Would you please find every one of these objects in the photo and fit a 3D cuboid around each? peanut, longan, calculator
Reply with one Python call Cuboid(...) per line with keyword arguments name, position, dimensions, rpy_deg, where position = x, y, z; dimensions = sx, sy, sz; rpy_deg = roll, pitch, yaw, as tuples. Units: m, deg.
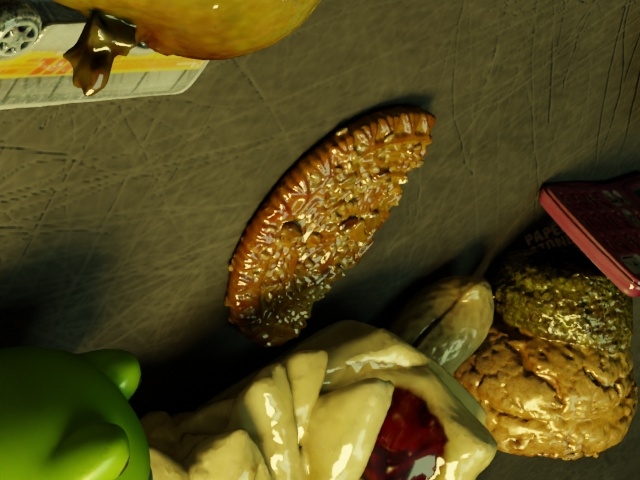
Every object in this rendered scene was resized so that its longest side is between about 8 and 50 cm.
Cuboid(name="peanut", position=(0.076, 0.098, 1.268), dimensions=(0.174, 0.080, 0.080), rpy_deg=(-52, 151, 6))
Cuboid(name="longan", position=(-0.066, -0.140, 0.675), dimensions=(0.145, 0.154, 0.176), rpy_deg=(58, 49, -82))
Cuboid(name="calculator", position=(0.267, -0.004, 1.337), dimensions=(0.190, 0.126, 0.034), rpy_deg=(-6, 140, -48))

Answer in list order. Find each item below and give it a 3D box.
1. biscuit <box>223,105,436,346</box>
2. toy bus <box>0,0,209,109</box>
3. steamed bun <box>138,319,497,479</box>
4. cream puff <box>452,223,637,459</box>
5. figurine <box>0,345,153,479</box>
Cuboid(name="biscuit", position=(-0.003, -0.006, 1.075), dimensions=(0.126, 0.025, 0.206), rpy_deg=(3, 125, -54))
Cuboid(name="toy bus", position=(-0.129, -0.103, 0.747), dimensions=(0.190, 0.064, 0.075), rpy_deg=(-12, 150, -45))
Cuboid(name="steamed bun", position=(-0.061, 0.199, 1.082), dimensions=(0.428, 0.189, 0.247), rpy_deg=(-39, 108, -15))
Cuboid(name="cream puff", position=(0.188, 0.075, 1.327), dimensions=(0.183, 0.183, 0.169), rpy_deg=(-10, 113, -47))
Cuboid(name="figurine", position=(-0.208, 0.160, 0.896), dimensions=(0.263, 0.143, 0.162), rpy_deg=(-34, -163, 14))
